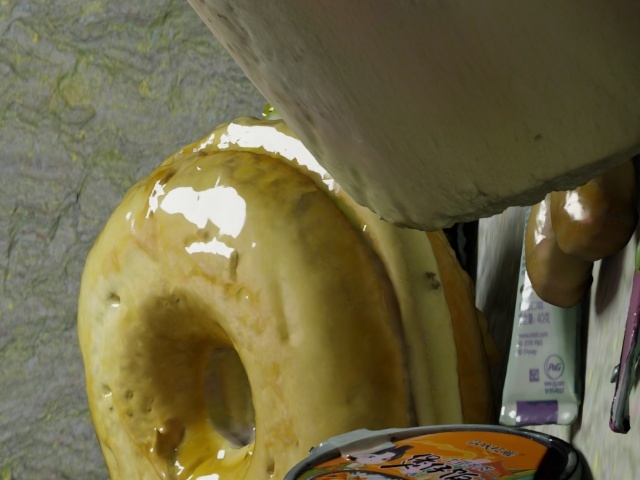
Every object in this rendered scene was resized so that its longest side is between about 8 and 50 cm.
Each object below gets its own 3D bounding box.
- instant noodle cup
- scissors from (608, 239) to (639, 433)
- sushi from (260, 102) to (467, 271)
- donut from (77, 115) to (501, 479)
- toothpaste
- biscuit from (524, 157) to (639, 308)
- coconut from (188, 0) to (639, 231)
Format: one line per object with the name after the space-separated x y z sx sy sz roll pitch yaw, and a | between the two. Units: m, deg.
0.071 0.192 0.946 0.208 0.178 0.125 -147 49 -75 | instant noodle cup
0.163 0.005 0.774 0.133 0.020 0.187 -74 -7 -61 | scissors
0.000 0.000 1.651 0.328 0.285 0.328 101 176 -65 | sushi
-0.033 0.119 1.319 0.449 0.198 0.448 10 104 47 | donut
0.144 0.009 0.999 0.062 0.037 0.216 -10 68 49 | toothpaste
0.154 -0.077 0.913 0.164 0.047 0.207 107 171 -74 | biscuit
0.051 -0.150 0.736 0.244 0.239 0.239 55 -166 -19 | coconut
